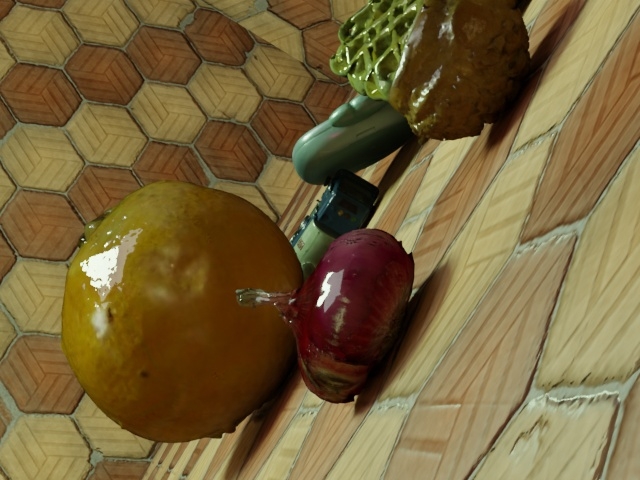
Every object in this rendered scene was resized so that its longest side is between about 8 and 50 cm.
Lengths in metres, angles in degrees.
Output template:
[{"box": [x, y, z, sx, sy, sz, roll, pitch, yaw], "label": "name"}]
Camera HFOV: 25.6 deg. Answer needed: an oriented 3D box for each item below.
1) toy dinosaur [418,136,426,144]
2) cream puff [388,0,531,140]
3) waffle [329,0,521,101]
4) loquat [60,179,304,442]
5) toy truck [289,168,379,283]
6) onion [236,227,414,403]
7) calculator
[{"box": [0.165, -0.228, 1.715, 0.212, 0.057, 0.142, 119, 171, -50], "label": "toy dinosaur"}, {"box": [0.131, -0.164, 1.284, 0.150, 0.115, 0.165, 111, 179, -75], "label": "cream puff"}, {"box": [0.147, -0.297, 1.677, 0.317, 0.073, 0.297, -56, 28, -11], "label": "waffle"}, {"box": [-0.171, 0.089, 1.754, 0.328, 0.328, 0.328, -59, 4, 7], "label": "loquat"}, {"box": [0.000, 0.000, 1.911, 0.202, 0.074, 0.088, -56, 5, 33], "label": "toy truck"}, {"box": [0.000, 0.052, 1.159, 0.150, 0.140, 0.150, 20, -90, -82], "label": "onion"}, {"box": [0.050, -0.135, 1.863, 0.185, 0.041, 0.299, -25, -9, -5], "label": "calculator"}]
